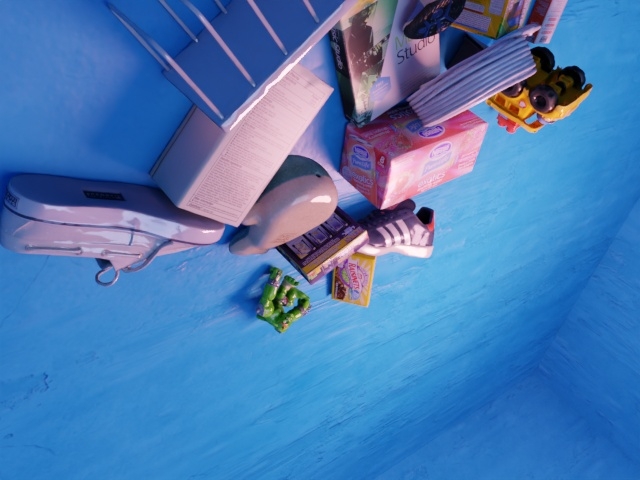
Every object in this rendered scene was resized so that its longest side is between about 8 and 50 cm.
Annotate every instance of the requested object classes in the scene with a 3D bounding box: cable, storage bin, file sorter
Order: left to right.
[{"bbox_3d":[-0.127,-0.337,0.847,0.277,0.193,0.173,-46,143,-1],"label":"file sorter"},{"bbox_3d":[0.306,-0.321,1.233,0.257,0.089,0.257,-33,-172,-26],"label":"cable"},{"bbox_3d":[0.361,-0.400,1.392,0.135,0.098,0.091,3,133,-48],"label":"storage bin"}]

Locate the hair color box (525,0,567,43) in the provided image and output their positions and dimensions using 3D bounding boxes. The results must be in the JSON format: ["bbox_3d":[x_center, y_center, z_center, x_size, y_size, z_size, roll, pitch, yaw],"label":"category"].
[{"bbox_3d":[0.550,-0.554,1.470,0.072,0.043,0.141,-15,134,-37],"label":"hair color box"}]

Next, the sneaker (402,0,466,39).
[{"bbox_3d":[0.227,-0.459,1.105,0.211,0.081,0.080,-44,151,28],"label":"sneaker"}]

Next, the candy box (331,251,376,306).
[{"bbox_3d":[0.085,0.096,1.587,0.205,0.105,0.027,92,11,-48],"label":"candy box"}]

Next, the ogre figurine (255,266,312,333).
[{"bbox_3d":[-0.094,0.156,1.477,0.118,0.097,0.197,-57,164,-15],"label":"ogre figurine"}]

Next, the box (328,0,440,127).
[{"bbox_3d":[0.127,-0.401,1.165,0.232,0.058,0.322,-37,143,-14],"label":"box"}]

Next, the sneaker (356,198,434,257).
[{"bbox_3d":[0.158,-0.044,1.527,0.350,0.131,0.148,2,103,-42],"label":"sneaker"}]

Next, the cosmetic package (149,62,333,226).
[{"bbox_3d":[-0.138,-0.189,1.054,0.309,0.113,0.160,-54,145,10],"label":"cosmetic package"}]

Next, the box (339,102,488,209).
[{"bbox_3d":[0.209,-0.206,1.364,0.300,0.154,0.142,-23,142,-29],"label":"box"}]

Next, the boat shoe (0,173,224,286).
[{"bbox_3d":[-0.341,-0.001,1.012,0.367,0.136,0.156,4,122,-45],"label":"boat shoe"}]

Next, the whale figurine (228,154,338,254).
[{"bbox_3d":[-0.091,-0.070,1.238,0.216,0.141,0.272,-4,152,-44],"label":"whale figurine"}]

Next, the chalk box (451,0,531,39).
[{"bbox_3d":[0.347,-0.498,1.206,0.213,0.133,0.132,-35,144,-47],"label":"chalk box"}]

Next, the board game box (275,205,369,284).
[{"bbox_3d":[0.000,0.000,1.367,0.170,0.141,0.048,-36,144,-14],"label":"board game box"}]

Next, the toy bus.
[{"bbox_3d":[0.528,-0.347,1.514,0.150,0.220,0.211,-34,150,-26],"label":"toy bus"}]
